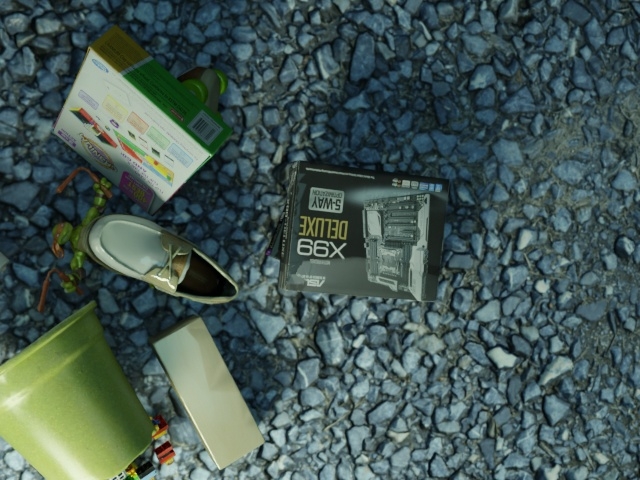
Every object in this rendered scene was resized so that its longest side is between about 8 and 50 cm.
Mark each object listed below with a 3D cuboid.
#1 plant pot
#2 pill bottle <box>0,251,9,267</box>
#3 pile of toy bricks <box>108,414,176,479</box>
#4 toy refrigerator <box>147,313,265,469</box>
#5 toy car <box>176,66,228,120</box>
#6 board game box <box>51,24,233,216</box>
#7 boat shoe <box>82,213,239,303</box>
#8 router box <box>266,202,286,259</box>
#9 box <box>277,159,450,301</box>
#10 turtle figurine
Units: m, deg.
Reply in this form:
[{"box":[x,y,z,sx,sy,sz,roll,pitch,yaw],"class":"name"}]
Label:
[{"box":[-0.423,0.285,1.293,0.276,0.276,0.254,-36,95,-10],"class":"plant pot"},{"box":[-0.641,-0.003,1.325,0.193,0.108,0.108,44,82,-11],"class":"pill bottle"},{"box":[-0.362,0.431,1.425,0.212,0.118,0.105,-31,138,-21],"class":"pile of toy bricks"},{"box":[-0.217,0.282,1.448,0.102,0.094,0.269,-29,99,-18],"class":"toy refrigerator"},{"box":[-0.282,-0.250,1.384,0.188,0.155,0.149,12,112,5],"class":"toy car"},{"box":[-0.312,-0.185,1.291,0.242,0.316,0.064,42,59,-12],"class":"board game box"},{"box":[-0.268,0.034,1.351,0.302,0.103,0.113,26,79,-43],"class":"boat shoe"},{"box":[0.000,0.000,1.509,0.179,0.046,0.133,23,87,-14],"class":"router box"},{"box":[0.082,-0.015,1.465,0.307,0.076,0.242,6,91,-16],"class":"box"},{"box":[-0.398,0.019,1.393,0.217,0.087,0.269,18,73,-23],"class":"turtle figurine"}]
